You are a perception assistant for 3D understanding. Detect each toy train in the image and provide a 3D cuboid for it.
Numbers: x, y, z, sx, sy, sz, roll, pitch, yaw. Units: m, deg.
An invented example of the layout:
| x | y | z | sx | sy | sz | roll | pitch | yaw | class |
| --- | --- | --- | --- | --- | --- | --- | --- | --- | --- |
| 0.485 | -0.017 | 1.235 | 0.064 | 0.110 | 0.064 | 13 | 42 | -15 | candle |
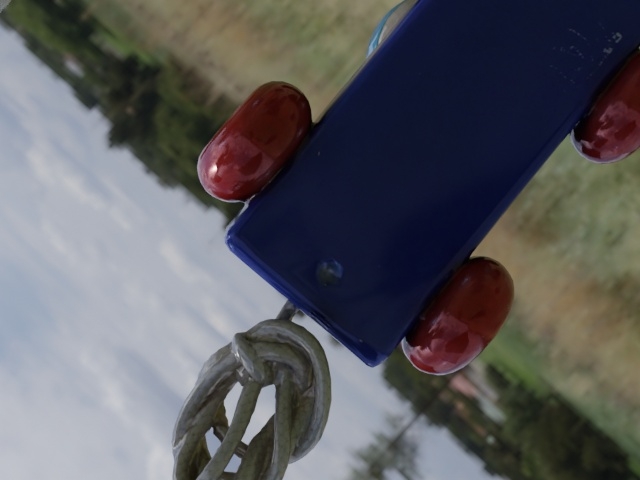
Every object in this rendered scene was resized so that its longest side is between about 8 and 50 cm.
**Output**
| x | y | z | sx | sy | sz | roll | pitch | yaw | class |
| --- | --- | --- | --- | --- | --- | --- | --- | --- | --- |
| 0.000 | 0.000 | 0.542 | 0.105 | 0.248 | 0.143 | 40 | 173 | -8 | toy train |

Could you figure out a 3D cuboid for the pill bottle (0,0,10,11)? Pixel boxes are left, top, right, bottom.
| x | y | z | sx | sy | sz | roll | pitch | yaw | class |
| --- | --- | --- | --- | --- | --- | --- | --- | --- | --- |
| -0.212 | -0.185 | 0.813 | 0.117 | 0.215 | 0.117 | 7 | -150 | -4 | pill bottle |
